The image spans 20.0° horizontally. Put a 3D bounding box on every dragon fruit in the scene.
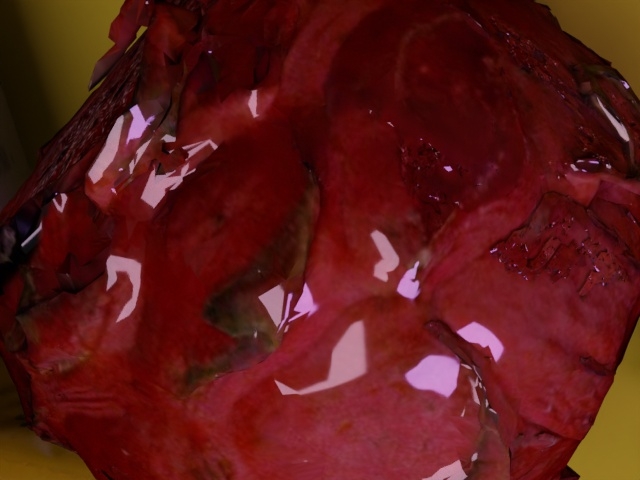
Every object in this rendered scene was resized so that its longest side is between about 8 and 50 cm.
[{"bbox_3d":[0.000,0.000,0.808,0.301,0.295,0.295,27,119,7],"label":"dragon fruit"}]

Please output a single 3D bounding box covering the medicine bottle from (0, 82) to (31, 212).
[{"bbox_3d":[-0.298,-0.085,0.910,0.256,0.256,0.325,-9,109,25],"label":"medicine bottle"}]

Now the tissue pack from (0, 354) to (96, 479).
[{"bbox_3d":[-0.172,0.172,1.039,0.271,0.134,0.192,7,113,19],"label":"tissue pack"}]
